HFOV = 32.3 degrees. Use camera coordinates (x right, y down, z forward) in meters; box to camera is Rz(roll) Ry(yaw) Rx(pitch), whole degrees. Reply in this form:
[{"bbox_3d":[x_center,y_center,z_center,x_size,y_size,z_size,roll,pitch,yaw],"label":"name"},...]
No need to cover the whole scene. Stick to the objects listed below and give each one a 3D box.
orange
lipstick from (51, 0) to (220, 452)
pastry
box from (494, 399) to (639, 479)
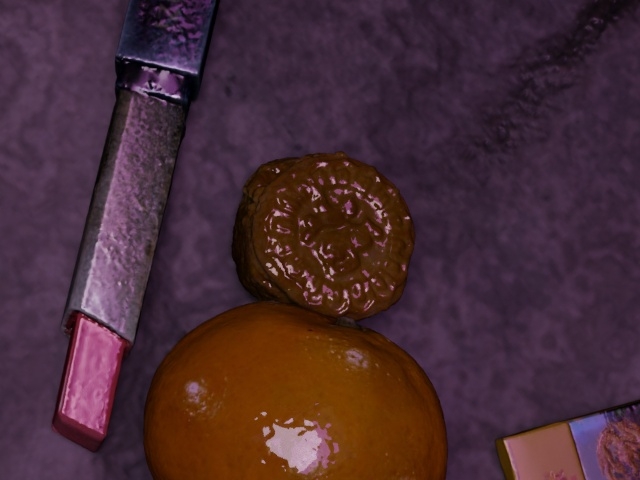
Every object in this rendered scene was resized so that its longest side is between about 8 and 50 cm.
[{"bbox_3d":[-0.011,0.094,0.555,0.156,0.156,0.124,29,96,-2],"label":"orange"},{"bbox_3d":[-0.105,-0.039,0.623,0.051,0.051,0.312,13,77,-8],"label":"lipstick"},{"bbox_3d":[0.000,0.000,0.631,0.109,0.057,0.097,44,69,-1],"label":"pastry"},{"bbox_3d":[0.187,0.138,0.648,0.155,0.023,0.087,-13,83,-12],"label":"box"}]
